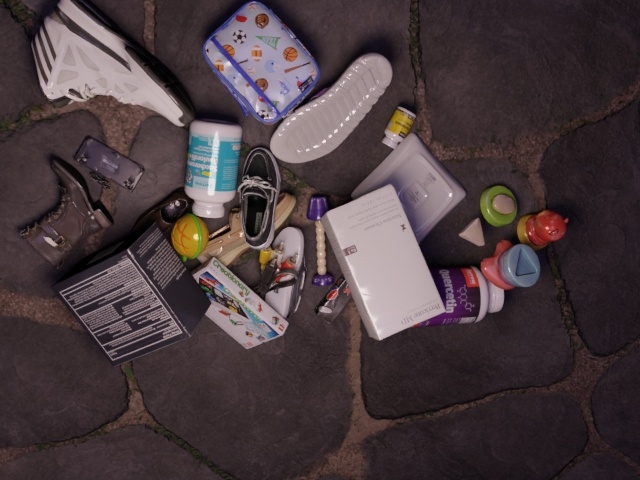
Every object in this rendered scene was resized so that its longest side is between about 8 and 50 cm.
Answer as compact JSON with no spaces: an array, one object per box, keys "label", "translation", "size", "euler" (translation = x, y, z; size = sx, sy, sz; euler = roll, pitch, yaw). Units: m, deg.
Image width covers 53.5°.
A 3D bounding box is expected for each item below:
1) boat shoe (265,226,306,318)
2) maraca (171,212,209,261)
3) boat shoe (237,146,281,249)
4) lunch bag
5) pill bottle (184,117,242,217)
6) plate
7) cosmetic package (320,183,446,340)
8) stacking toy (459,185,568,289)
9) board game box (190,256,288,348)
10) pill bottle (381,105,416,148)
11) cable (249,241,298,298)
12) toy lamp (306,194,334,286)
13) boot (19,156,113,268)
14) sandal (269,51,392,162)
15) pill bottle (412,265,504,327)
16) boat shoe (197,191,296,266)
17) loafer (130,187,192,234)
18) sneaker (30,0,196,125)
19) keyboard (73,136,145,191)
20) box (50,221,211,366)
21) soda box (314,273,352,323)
[{"label":"boat shoe","translation":[-0.089,0.100,1.924],"size":[0.102,0.108,0.301],"euler":[-11,115,-51]},{"label":"maraca","translation":[-0.376,-0.006,1.795],"size":[0.099,0.185,0.127],"euler":[-5,76,-35]},{"label":"boat shoe","translation":[-0.179,-0.132,1.767],"size":[0.113,0.105,0.307],"euler":[3,70,9]},{"label":"lunch bag","translation":[-0.159,-0.470,1.729],"size":[0.243,0.115,0.303],"euler":[-42,98,1]},{"label":"pill bottle","translation":[-0.302,-0.201,1.776],"size":[0.146,0.146,0.264],"euler":[5,104,-11]},{"label":"plate","translation":[0.280,-0.139,1.939],"size":[0.278,0.045,0.277],"euler":[-46,107,-2]},{"label":"cosmetic package","translation":[0.172,0.066,1.798],"size":[0.217,0.156,0.385],"euler":[-24,86,-8]},{"label":"stacking toy","translation":[0.599,-0.024,1.933],"size":[0.279,0.130,0.309],"euler":[44,64,-13]},{"label":"board game box","translation":[-0.265,0.193,1.882],"size":[0.305,0.053,0.193],"euler":[44,136,-18]},{"label":"pill bottle","translation":[0.229,-0.332,1.878],"size":[0.065,0.065,0.116],"euler":[25,100,-16]},{"label":"cable","translation":[-0.153,0.120,1.887],"size":[0.139,0.072,0.287],"euler":[30,132,-4]},{"label":"toy lamp","translation":[0.000,0.000,1.922],"size":[0.080,0.080,0.275],"euler":[-6,105,-8]},{"label":"boot","translation":[-0.734,-0.072,1.764],"size":[0.229,0.091,0.263],"euler":[-32,110,-1]},{"label":"sandal","translation":[0.033,-0.373,1.816],"size":[0.416,0.102,0.169],"euler":[-37,123,15]},{"label":"pill bottle","translation":[0.397,0.172,1.986],"size":[0.322,0.181,0.182],"euler":[-3,106,-9]},{"label":"boat shoe","translation":[-0.222,-0.040,1.848],"size":[0.341,0.122,0.110],"euler":[-38,108,3]},{"label":"loafer","translation":[-0.460,-0.065,1.820],"size":[0.220,0.078,0.080],"euler":[-45,108,4]},{"label":"sneaker","translation":[-0.562,-0.411,1.686],"size":[0.447,0.169,0.257],"euler":[42,104,-10]},{"label":"keyboard","translation":[-0.599,-0.202,1.789],"size":[0.180,0.023,0.108],"euler":[30,92,-16]},{"label":"box","translation":[-0.519,0.154,1.772],"size":[0.296,0.183,0.294],"euler":[-22,109,23]},{"label":"soda box","translation":[0.055,0.177,1.993],"size":[0.060,0.053,0.169],"euler":[36,96,-17]}]
